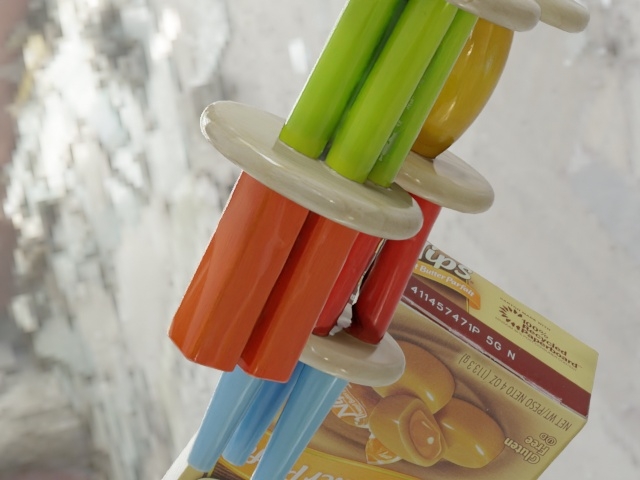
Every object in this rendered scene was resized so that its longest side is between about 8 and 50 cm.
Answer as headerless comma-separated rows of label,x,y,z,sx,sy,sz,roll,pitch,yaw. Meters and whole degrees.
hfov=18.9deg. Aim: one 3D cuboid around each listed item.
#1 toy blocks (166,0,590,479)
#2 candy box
toy blocks,0.000,0.000,0.445,0.054,0.123,0.148,30,103,12
candy box,0.017,0.150,1.258,0.316,0.183,0.087,-54,5,30
